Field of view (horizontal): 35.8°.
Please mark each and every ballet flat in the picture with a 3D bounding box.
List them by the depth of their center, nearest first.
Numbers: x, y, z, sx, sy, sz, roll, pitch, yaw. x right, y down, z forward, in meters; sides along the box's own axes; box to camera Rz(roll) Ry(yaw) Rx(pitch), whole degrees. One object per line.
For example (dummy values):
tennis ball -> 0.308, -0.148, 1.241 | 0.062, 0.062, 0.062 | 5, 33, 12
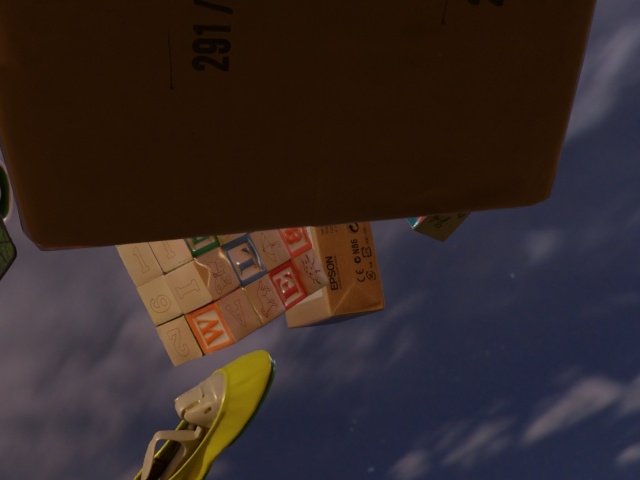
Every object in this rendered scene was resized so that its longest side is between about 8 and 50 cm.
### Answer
ballet flat -> -0.136, 0.208, 1.080 | 0.077, 0.077, 0.231 | 25, -72, -29

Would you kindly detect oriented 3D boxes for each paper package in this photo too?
paper package -> -0.018, -0.170, 0.489 | 0.310, 0.168, 0.324 | -5, -47, -6

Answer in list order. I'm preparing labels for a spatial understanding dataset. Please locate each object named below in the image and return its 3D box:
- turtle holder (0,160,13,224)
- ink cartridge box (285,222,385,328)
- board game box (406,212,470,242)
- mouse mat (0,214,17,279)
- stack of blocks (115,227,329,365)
turtle holder -> -0.627, -0.077, 1.535 | 0.228, 0.243, 0.320 | -5, -23, 10
ink cartridge box -> 0.000, 0.000, 1.404 | 0.088, 0.234, 0.193 | -8, -8, -21
board game box -> 0.248, -0.184, 1.853 | 0.098, 0.224, 0.303 | 20, -63, -43
mouse mat -> -0.467, -0.032, 1.335 | 0.007, 0.189, 0.152 | -18, -14, -39
stack of blocks -> -0.128, -0.049, 0.978 | 0.087, 0.297, 0.171 | -24, 3, 37
